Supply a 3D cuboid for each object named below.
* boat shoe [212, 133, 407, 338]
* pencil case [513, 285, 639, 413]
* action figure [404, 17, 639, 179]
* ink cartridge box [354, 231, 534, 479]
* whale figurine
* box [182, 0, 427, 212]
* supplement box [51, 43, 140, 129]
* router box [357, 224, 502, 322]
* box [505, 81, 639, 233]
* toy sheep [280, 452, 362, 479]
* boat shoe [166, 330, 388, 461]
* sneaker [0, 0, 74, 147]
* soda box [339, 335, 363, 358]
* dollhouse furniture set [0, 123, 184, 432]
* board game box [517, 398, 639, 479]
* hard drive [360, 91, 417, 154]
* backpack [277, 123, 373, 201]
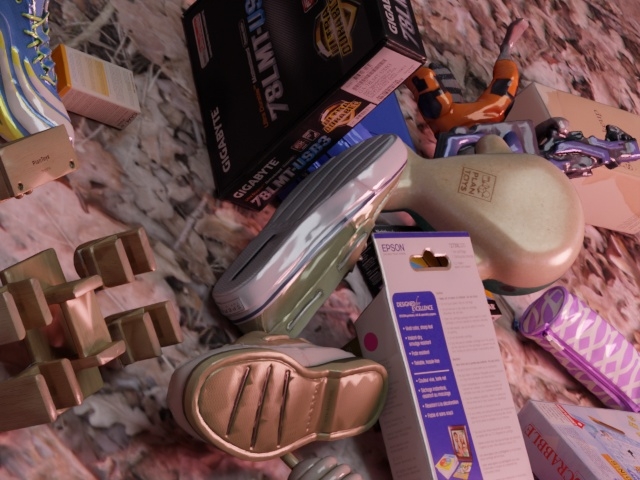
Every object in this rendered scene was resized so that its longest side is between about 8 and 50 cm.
[{"bbox_3d":[0.000,0.000,1.850,0.302,0.109,0.094,-46,115,-28],"label":"boat shoe"},{"bbox_3d":[0.350,0.146,2.187,0.206,0.086,0.088,38,26,-18],"label":"pencil case"},{"bbox_3d":[0.245,-0.130,2.258,0.341,0.178,0.330,1,66,-26],"label":"action figure"},{"bbox_3d":[0.136,0.174,1.833,0.175,0.069,0.371,-1,75,-48],"label":"ink cartridge box"},{"bbox_3d":[0.181,-0.029,2.060,0.272,0.141,0.216,18,59,-6],"label":"whale figurine"},{"bbox_3d":[-0.027,-0.231,1.924,0.073,0.293,0.295,22,42,-38],"label":"box"},{"bbox_3d":[-0.247,-0.165,1.829,0.098,0.036,0.062,19,43,-39],"label":"supplement box"},{"bbox_3d":[0.128,0.048,2.056,0.179,0.046,0.133,1,55,-50],"label":"router box"},{"bbox_3d":[0.384,-0.115,2.462,0.311,0.121,0.148,9,51,-46],"label":"box"},{"bbox_3d":[0.005,0.257,1.663,0.132,0.091,0.091,48,32,8],"label":"toy sheep"},{"bbox_3d":[-0.058,0.149,1.675,0.103,0.113,0.302,18,4,35],"label":"boat shoe"},{"bbox_3d":[-0.309,-0.200,1.705,0.240,0.126,0.091,51,32,3],"label":"sneaker"},{"bbox_3d":[0.105,0.145,1.919,0.181,0.058,0.061,11,50,-46],"label":"soda box"},{"bbox_3d":[-0.278,0.038,1.535,0.212,0.161,0.242,-32,105,-57],"label":"dollhouse furniture set"},{"bbox_3d":[0.417,0.326,2.016,0.318,0.066,0.319,12,29,-44],"label":"board game box"},{"bbox_3d":[0.008,-0.235,2.204,0.210,0.040,0.319,16,46,-41],"label":"hard drive"},{"bbox_3d":[0.005,-0.085,1.975,0.098,0.120,0.101,44,33,-10],"label":"backpack"}]
